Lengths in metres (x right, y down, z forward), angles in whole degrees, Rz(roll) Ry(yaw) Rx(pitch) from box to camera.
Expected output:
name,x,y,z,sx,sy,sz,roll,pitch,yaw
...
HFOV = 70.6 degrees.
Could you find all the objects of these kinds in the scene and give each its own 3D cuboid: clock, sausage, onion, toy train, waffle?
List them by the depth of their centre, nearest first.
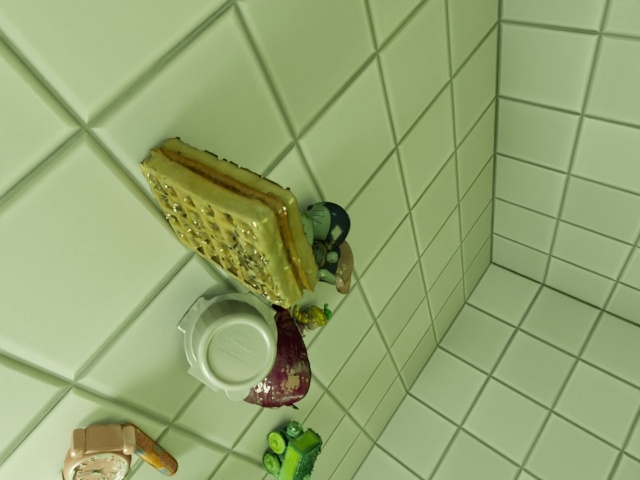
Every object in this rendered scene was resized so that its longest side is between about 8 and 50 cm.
name,x,y,z,sx,sy,sz,roll,pitch,yaw
waffle,-0.183,-0.043,0.903,0.114,0.376,0.260,-42,141,-28
clock,-0.530,0.525,1.077,0.166,0.093,0.162,11,108,-32
sausage,-0.470,0.582,1.246,0.053,0.053,0.347,-45,143,-26
onion,-0.167,0.324,1.328,0.159,0.267,0.348,8,82,-58
clock,0.000,0.000,1.366,0.147,0.200,0.243,26,72,-44
toy train,-0.116,0.863,1.819,0.159,0.188,0.271,-8,121,-51

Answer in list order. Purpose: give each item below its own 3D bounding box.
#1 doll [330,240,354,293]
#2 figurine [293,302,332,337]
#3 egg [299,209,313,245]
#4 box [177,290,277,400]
name,x,y,z,sx,sy,sz,roll,pitch,yaw
doll,0.040,0.096,1.567,0.303,0.156,0.201,74,8,-70
figurine,-0.030,0.265,1.607,0.156,0.095,0.114,-20,109,-24
egg,-0.102,0.012,1.248,0.231,0.169,0.169,-60,149,-24
box,-0.217,0.281,1.117,0.263,0.206,0.291,-4,89,-15
